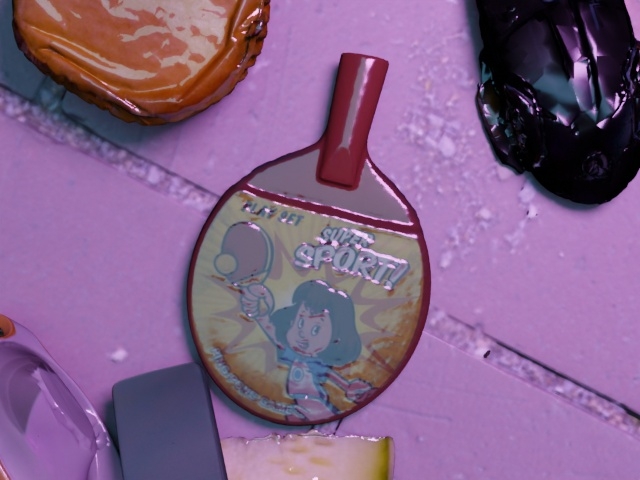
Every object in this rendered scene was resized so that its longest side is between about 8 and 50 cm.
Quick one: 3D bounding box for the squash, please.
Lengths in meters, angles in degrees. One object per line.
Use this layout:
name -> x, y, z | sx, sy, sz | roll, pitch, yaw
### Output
squash -> -0.055, 0.260, 0.798 | 0.236, 0.155, 0.204 | -2, 90, 2

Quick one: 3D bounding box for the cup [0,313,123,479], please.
cup -> -0.289, 0.186, 0.796 | 0.264, 0.182, 0.226 | -32, 55, 7

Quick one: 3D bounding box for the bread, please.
bread -> -0.136, -0.189, 0.818 | 0.199, 0.104, 0.199 | 1, 102, 4

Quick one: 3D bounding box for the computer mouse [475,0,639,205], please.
computer mouse -> 0.200, -0.144, 0.844 | 0.146, 0.077, 0.242 | -18, 90, -3

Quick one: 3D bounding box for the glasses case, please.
glasses case -> -0.110, 0.189, 0.808 | 0.077, 0.039, 0.184 | -14, 59, -3

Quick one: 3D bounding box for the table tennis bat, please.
table tennis bat -> 0.000, 0.000, 0.861 | 0.200, 0.038, 0.310 | 14, 93, -2
